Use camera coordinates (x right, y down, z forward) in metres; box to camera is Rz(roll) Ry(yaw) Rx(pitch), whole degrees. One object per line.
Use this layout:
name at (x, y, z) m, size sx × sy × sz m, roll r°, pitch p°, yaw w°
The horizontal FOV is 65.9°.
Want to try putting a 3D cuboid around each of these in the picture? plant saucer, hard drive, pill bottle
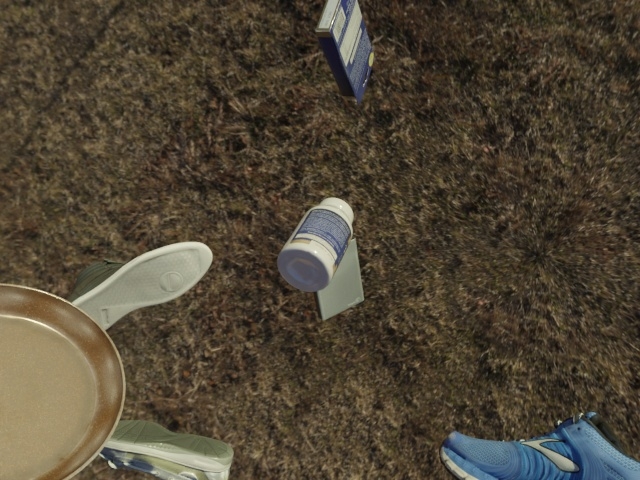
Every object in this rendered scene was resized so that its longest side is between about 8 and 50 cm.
plant saucer at (-0.418, 0.191, 0.641) m, size 0.310 × 0.310 × 0.050 m, roll 50°, pitch 121°, yaw 17°
hard drive at (0.028, 0.068, 0.888) m, size 0.022 × 0.094 × 0.135 m, roll 34°, pitch 140°, yaw 53°
pill bottle at (0.000, 0.000, 0.594) m, size 0.067 × 0.120 × 0.067 m, roll 12°, pitch 129°, yaw 15°

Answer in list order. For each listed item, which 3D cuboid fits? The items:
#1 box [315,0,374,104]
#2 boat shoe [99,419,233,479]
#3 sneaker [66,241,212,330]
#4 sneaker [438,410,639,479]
box at (0.055, -0.388, 0.982) m, size 0.036 × 0.225 × 0.136 m, roll 10°, pitch 72°, yaw 23°
boat shoe at (-0.347, 0.461, 1.047) m, size 0.320 × 0.118 × 0.103 m, roll 10°, pitch 90°, yaw 3°
sneaker at (-0.343, 0.062, 0.910) m, size 0.296 × 0.104 × 0.147 m, roll -29°, pitch 31°, yaw -3°
sneaker at (0.295, 0.284, 0.596) m, size 0.330 × 0.130 × 0.147 m, roll -4°, pitch 46°, yaw 52°
